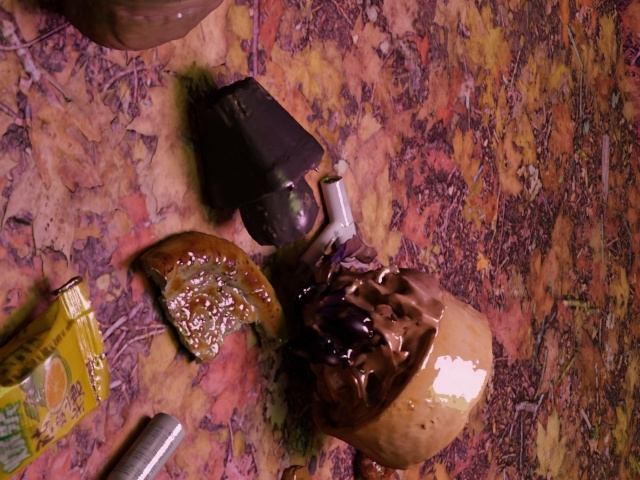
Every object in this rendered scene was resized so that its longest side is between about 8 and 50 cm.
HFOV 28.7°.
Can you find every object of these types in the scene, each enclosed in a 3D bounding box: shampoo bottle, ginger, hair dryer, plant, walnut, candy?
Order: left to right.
[{"bbox_3d":[-0.363,0.183,1.542,0.297,0.081,0.187,-40,127,-48],"label":"candy"},{"bbox_3d":[-0.260,0.324,1.737,0.195,0.056,0.056,-52,133,-40],"label":"shampoo bottle"},{"bbox_3d":[-0.227,-0.360,1.574,0.248,0.248,0.248,-7,98,-57],"label":"walnut"},{"bbox_3d":[-0.090,-0.115,1.874,0.142,0.164,0.256,-40,113,-48],"label":"plant"},{"bbox_3d":[-0.003,-0.006,2.121,0.183,0.044,0.154,-38,121,-46],"label":"hair dryer"},{"bbox_3d":[0.113,0.381,2.294,0.103,0.073,0.162,30,69,-53],"label":"ginger"}]

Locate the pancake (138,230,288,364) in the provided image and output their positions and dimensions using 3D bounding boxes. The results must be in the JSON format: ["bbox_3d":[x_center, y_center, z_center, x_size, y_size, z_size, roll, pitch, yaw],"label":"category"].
[{"bbox_3d":[-0.154,0.092,1.882,0.376,0.054,0.197,24,73,-54],"label":"pancake"}]

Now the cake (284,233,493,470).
[{"bbox_3d":[0.073,0.170,2.044,0.321,0.332,0.332,36,59,-22],"label":"cake"}]

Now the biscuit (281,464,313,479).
[{"bbox_3d":[-0.055,0.491,2.082,0.225,0.036,0.166,-63,141,-32],"label":"biscuit"}]
